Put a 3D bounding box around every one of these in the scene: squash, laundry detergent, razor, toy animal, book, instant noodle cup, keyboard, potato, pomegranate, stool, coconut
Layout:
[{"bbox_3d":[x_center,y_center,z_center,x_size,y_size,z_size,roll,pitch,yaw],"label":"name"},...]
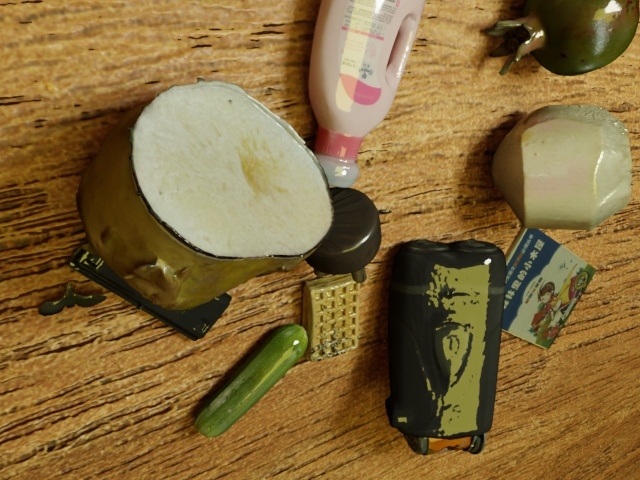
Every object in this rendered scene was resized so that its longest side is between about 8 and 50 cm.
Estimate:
[{"bbox_3d":[-0.108,0.222,0.905,0.229,0.066,0.066,-45,127,-5],"label":"squash"},{"bbox_3d":[0.053,-0.241,0.782,0.158,0.088,0.335,3,111,-34],"label":"laundry detergent"},{"bbox_3d":[0.218,0.170,0.995,0.204,0.113,0.349,3,95,-4],"label":"razor"},{"bbox_3d":[-0.320,0.070,0.723,0.084,0.028,0.050,-14,119,-23],"label":"toy animal"},{"bbox_3d":[0.484,0.114,1.256,0.322,0.018,0.228,23,97,-37],"label":"book"},{"bbox_3d":[0.227,0.346,1.114,0.125,0.177,0.208,-12,108,-14],"label":"instant noodle cup"},{"bbox_3d":[-0.226,0.059,0.780,0.094,0.025,0.230,-50,128,-5],"label":"keyboard"},{"bbox_3d":[-0.145,-0.045,0.689,0.299,0.196,0.247,-5,72,-50],"label":"potato"},{"bbox_3d":[0.380,-0.341,0.896,0.224,0.181,0.182,-23,123,-4],"label":"pomegranate"},{"bbox_3d":[0.000,0.000,0.834,0.217,0.125,0.121,-14,144,-2],"label":"stool"},{"bbox_3d":[0.411,-0.124,0.982,0.241,0.241,0.241,-13,118,-27],"label":"coconut"}]

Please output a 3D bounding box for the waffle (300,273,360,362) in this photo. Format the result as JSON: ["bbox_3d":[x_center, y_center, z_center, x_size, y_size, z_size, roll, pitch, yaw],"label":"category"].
[{"bbox_3d":[0.017,0.129,0.953,0.102,0.042,0.148,-12,118,-27],"label":"waffle"}]
